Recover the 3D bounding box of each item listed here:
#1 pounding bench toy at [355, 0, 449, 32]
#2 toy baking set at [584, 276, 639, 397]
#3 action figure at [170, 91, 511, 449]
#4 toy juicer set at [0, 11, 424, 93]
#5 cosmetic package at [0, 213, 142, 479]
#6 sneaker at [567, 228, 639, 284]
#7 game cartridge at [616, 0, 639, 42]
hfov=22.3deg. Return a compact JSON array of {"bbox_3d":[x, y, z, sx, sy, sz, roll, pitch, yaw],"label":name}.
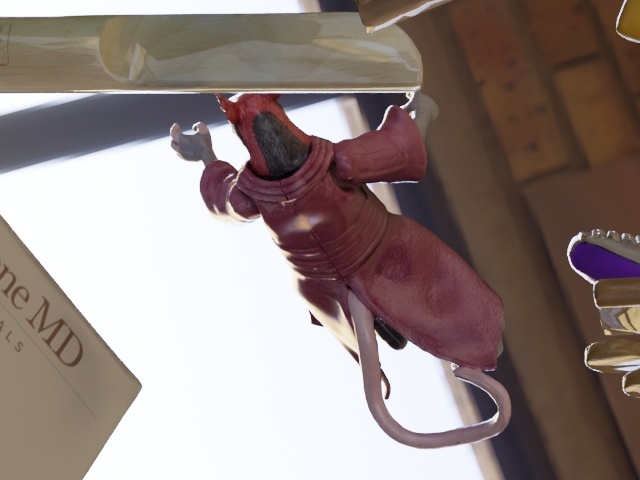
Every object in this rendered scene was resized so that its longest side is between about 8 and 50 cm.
[{"bbox_3d":[0.035,-0.111,0.460,0.065,0.083,0.052,52,20,-56],"label":"pounding bench toy"},{"bbox_3d":[0.273,0.053,0.944,0.197,0.256,0.030,109,-13,-64],"label":"toy baking set"},{"bbox_3d":[0.000,0.000,1.457,0.370,0.248,0.275,51,29,-41],"label":"action figure"},{"bbox_3d":[-0.119,-0.162,0.546,0.089,0.209,0.329,-65,134,-71],"label":"toy juicer set"},{"bbox_3d":[-0.428,0.157,1.285,0.327,0.393,0.329,-8,-51,41],"label":"cosmetic package"},{"bbox_3d":[0.319,0.105,1.347,0.293,0.146,0.102,30,8,8],"label":"sneaker"},{"bbox_3d":[0.312,-0.181,0.653,0.323,0.285,0.053,-68,164,10],"label":"game cartridge"}]
